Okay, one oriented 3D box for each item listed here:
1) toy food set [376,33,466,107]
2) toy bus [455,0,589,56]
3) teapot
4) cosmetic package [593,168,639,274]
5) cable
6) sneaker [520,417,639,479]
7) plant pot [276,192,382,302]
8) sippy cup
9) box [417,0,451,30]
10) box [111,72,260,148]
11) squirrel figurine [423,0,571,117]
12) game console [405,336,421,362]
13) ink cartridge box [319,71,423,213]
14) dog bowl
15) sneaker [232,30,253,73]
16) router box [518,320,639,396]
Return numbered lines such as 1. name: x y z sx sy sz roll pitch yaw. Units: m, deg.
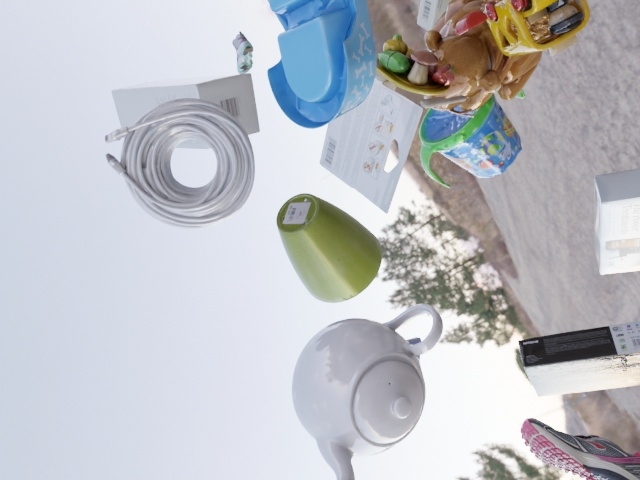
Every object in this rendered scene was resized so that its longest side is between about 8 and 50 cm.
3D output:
1. toy food set: 0.188 -0.335 1.012 0.217 0.128 0.071 52 143 39
2. toy bus: 0.304 -0.305 0.719 0.202 0.191 0.104 -41 -73 -36
3. teapot: 0.089 0.252 0.905 0.253 0.187 0.255 -8 -87 -29
4. cosmetic package: 0.873 -0.049 1.383 0.377 0.285 0.097 51 -145 -50
5. cable: -0.258 -0.150 1.060 0.257 0.257 0.089 59 179 -10
6. sneaker: 0.645 0.524 1.324 0.112 0.299 0.120 -57 -12 -31
7. plant pot: 0.000 0.000 1.578 0.293 0.275 0.274 48 -159 -47
8. sippy cup: 0.441 -0.300 1.516 0.224 0.306 0.239 34 -136 -27
9. box: 0.452 -0.727 1.685 0.094 0.276 0.113 -120 27 -46
10. box: -0.378 -0.366 1.508 0.215 0.346 0.168 -34 -56 -48
11. squirrel figurine: 0.371 -0.460 1.175 0.281 0.397 0.370 45 -135 4
12. game console: 0.229 0.455 1.845 0.293 0.174 0.249 17 -100 -67
13. ink cartridge box: 0.117 -0.236 1.202 0.060 0.275 0.239 -25 -128 -38
14. dog bowl: -0.011 -0.304 0.712 0.074 0.166 0.296 -23 -74 -36
15. sneaker: -0.183 -0.439 1.234 0.069 0.038 0.098 63 153 17
16. router box: 0.383 0.169 0.750 0.133 0.179 0.046 51 -147 -47
